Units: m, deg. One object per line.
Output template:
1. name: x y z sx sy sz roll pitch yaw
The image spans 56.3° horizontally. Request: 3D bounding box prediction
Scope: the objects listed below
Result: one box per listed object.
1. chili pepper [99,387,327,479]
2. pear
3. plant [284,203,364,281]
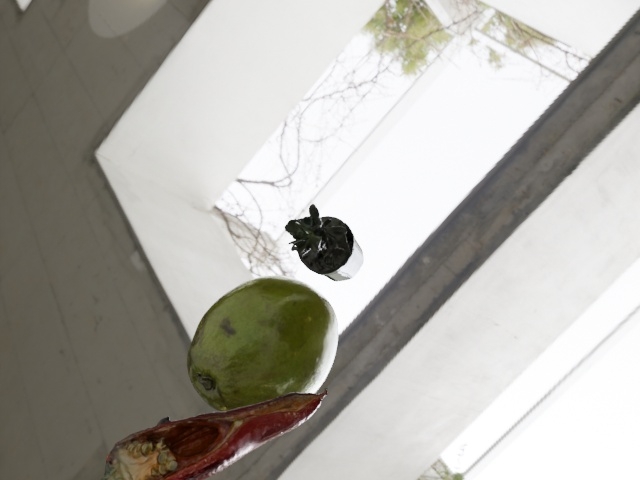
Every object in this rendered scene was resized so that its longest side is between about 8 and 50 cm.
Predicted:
1. chili pepper: -0.107 0.180 0.528 0.059 0.268 0.050 60 -40 23
2. pear: -0.083 0.163 0.919 0.213 0.269 0.212 10 -71 30
3. plant: 0.000 0.000 0.474 0.051 0.102 0.051 -8 -111 20
